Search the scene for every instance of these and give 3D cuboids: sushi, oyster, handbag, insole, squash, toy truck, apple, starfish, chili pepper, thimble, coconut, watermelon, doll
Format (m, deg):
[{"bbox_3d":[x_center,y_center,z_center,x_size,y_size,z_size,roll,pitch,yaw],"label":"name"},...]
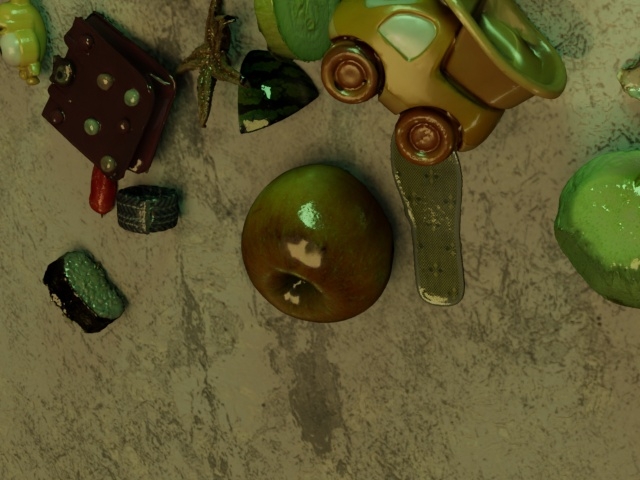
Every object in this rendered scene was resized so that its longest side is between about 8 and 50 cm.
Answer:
[{"bbox_3d":[-0.420,0.092,1.921,0.078,0.090,0.150,-32,100,37],"label":"sushi"},{"bbox_3d":[0.462,-0.198,1.395,0.148,0.051,0.103,42,136,11],"label":"oyster"},{"bbox_3d":[-0.340,-0.225,1.719,0.216,0.074,0.203,41,125,16],"label":"handbag"},{"bbox_3d":[0.165,-0.044,1.634,0.109,0.007,0.322,2,114,24],"label":"insole"},{"bbox_3d":[-0.026,-0.345,1.449,0.041,0.219,0.219,7,117,22],"label":"squash"},{"bbox_3d":[0.154,-0.239,1.425,0.288,0.204,0.211,42,123,-6],"label":"toy truck"},{"bbox_3d":[0.000,0.000,1.632,0.236,0.207,0.237,17,139,16],"label":"apple"},{"bbox_3d":[-0.164,-0.278,1.626,0.238,0.057,0.213,-12,76,61],"label":"starfish"},{"bbox_3d":[-0.363,-0.111,1.832,0.045,0.027,0.178,23,118,14],"label":"chili pepper"},{"bbox_3d":[-0.284,-0.054,1.788,0.104,0.095,0.066,25,119,55],"label":"thimble"},{"bbox_3d":[0.419,-0.013,1.420,0.235,0.236,0.205,3,82,24],"label":"coconut"},{"bbox_3d":[-0.085,-0.207,1.624,0.125,0.135,0.094,36,160,1],"label":"watermelon"},{"bbox_3d":[-0.480,-0.387,1.718,0.117,0.086,0.291,45,139,50],"label":"doll"}]
